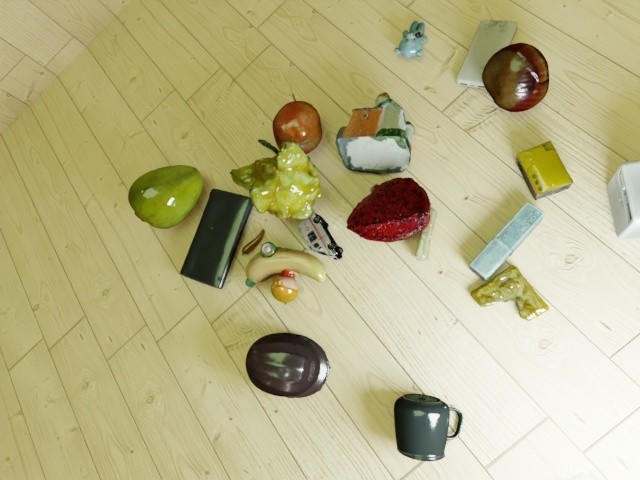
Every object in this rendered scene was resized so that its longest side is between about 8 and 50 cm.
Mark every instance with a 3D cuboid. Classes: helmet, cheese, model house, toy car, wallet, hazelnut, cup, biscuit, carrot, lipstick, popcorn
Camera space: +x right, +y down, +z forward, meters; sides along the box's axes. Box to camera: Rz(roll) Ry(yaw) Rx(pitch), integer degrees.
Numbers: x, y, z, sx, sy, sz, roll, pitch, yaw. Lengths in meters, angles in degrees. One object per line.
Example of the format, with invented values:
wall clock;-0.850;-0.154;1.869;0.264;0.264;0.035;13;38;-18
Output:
helmet;-0.134;0.437;1.528;0.305;0.177;0.224;1;73;22
cheese;0.374;-0.022;1.527;0.043;0.065;0.194;10;80;30
model house;0.233;-0.431;1.662;0.272;0.190;0.300;4;61;25
toy car;0.000;0.000;1.649;0.108;0.089;0.209;-34;64;9
wallet;-0.439;-0.013;1.835;0.228;0.062;0.406;15;82;23
hazelnut;0.691;-0.565;1.500;0.230;0.229;0.229;-6;73;19
cup;0.336;0.575;1.329;0.223;0.169;0.176;6;79;-10
biscuit;0.611;0.192;1.391;0.174;0.039;0.183;-38;65;6
carrot;-0.277;0.010;1.783;0.142;0.035;0.035;-46;65;-5
lipstick;0.615;0.003;1.422;0.289;0.076;0.077;-48;63;2
popcorn;-0.160;-0.201;1.647;0.321;0.325;0.290;-22;109;26

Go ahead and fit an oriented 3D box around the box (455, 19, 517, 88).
box;0.632;-0.714;1.642;0.142;0.044;0.285;22;84;27

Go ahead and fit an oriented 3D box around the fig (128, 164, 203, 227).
fig;-0.663;-0.205;1.875;0.326;0.258;0.258;-40;65;-8

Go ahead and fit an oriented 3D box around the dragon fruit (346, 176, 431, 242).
dragon fruit;0.273;-0.108;1.558;0.317;0.152;0.205;-9;53;32

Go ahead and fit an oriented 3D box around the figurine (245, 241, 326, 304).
figurine;-0.136;0.129;1.647;0.325;0.124;0.222;7;77;18

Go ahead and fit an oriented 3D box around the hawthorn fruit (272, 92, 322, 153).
hawthorn fruit;-0.093;-0.483;1.763;0.211;0.210;0.262;-6;65;19

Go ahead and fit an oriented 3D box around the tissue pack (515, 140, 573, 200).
tissue pack;0.744;-0.234;1.439;0.120;0.082;0.169;-20;68;13

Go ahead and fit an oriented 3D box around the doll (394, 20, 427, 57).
doll;0.377;-0.827;1.752;0.120;0.075;0.179;16;81;20

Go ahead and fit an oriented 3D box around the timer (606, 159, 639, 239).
timer;0.982;-0.123;1.255;0.195;0.194;0.192;-6;73;19

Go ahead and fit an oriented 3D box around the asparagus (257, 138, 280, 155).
asparagus;-0.192;-0.379;1.864;0.034;0.027;0.236;-43;65;-7
